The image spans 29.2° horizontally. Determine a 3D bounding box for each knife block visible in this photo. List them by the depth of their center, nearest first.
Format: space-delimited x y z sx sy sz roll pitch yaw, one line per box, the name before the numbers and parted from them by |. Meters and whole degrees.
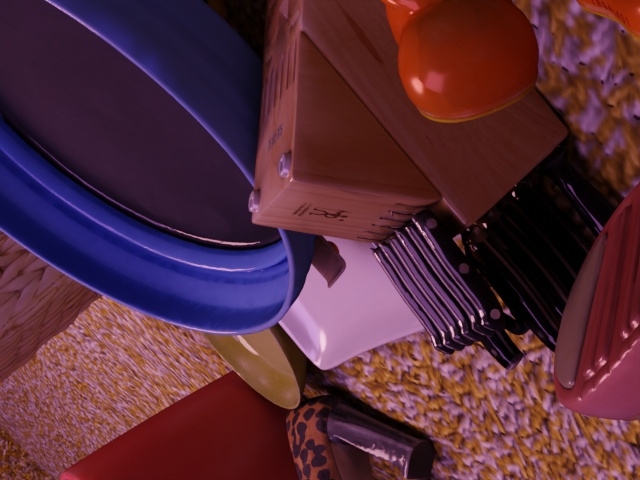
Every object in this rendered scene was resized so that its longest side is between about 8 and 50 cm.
knife block | 0.086 -0.067 0.741 0.088 0.242 0.276 141 134 -65

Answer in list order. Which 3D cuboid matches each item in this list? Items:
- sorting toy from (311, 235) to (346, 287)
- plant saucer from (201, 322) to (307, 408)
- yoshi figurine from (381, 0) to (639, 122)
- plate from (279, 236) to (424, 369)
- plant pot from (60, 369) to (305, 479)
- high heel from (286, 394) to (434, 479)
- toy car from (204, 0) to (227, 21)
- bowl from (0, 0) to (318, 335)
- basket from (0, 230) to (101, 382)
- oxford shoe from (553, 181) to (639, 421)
sorting toy | 0.000 0.000 0.939 0.062 0.012 0.083 52 160 6
plant saucer | -0.089 0.068 1.262 0.241 0.037 0.241 43 158 22
yoshi figurine | 0.067 -0.214 0.424 0.203 0.203 0.362 9 133 35
plate | -0.031 -0.025 1.027 0.277 0.045 0.278 50 156 -1
plant pot | -0.111 0.288 1.381 0.275 0.243 0.275 39 153 24
high heel | 0.003 0.290 1.218 0.093 0.261 0.186 22 176 -43
toy car | -0.199 -0.230 0.907 0.225 0.053 0.239 17 171 44
bowl | -0.168 -0.081 0.892 0.391 0.077 0.391 26 153 15
basket | -0.400 0.005 1.372 0.266 0.331 0.328 47 157 2
oxford shoe | 0.244 -0.014 0.506 0.146 0.140 0.397 21 152 -7
